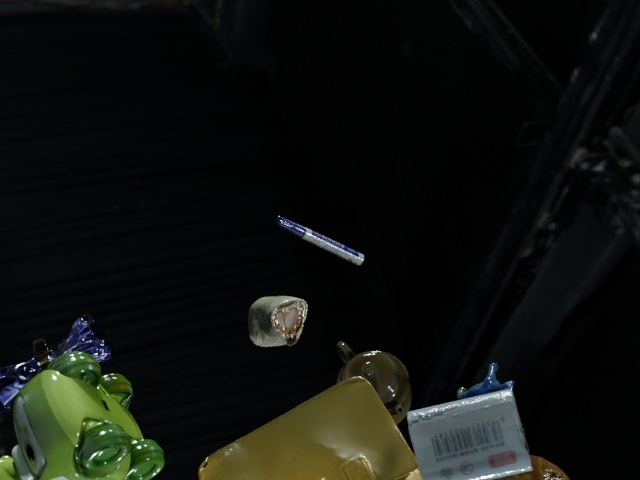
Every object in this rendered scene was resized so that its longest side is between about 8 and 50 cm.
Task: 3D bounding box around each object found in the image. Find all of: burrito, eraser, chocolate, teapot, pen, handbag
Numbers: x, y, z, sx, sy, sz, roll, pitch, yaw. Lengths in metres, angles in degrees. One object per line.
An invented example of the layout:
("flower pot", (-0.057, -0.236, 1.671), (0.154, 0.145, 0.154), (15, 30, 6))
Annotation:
("burrito", (-0.125, 0.223, 2.622), (0.299, 0.105, 0.143), (162, -69, -70))
("eraser", (0.306, 0.410, 1.946), (0.081, 0.227, 0.174), (55, 22, -63))
("chocolate", (-0.676, 0.305, 2.289), (0.148, 0.343, 0.126), (54, -16, 28))
("teapot", (0.123, 0.347, 2.345), (0.268, 0.185, 0.175), (45, -18, 34))
("pen", (0.000, 0.000, 1.831), (0.025, 0.204, 0.025), (-42, -146, 37))
("handbag", (-0.017, 0.469, 1.840), (0.133, 0.401, 0.283), (66, -5, -36))

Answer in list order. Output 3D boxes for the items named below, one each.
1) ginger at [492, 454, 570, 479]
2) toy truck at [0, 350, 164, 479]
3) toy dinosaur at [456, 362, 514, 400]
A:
("ginger", (0.371, 0.587, 2.208), (0.254, 0.418, 0.176), (-103, -178, -81))
("toy truck", (-0.298, 0.246, 1.121), (0.210, 0.187, 0.148), (-43, -122, 14))
("toy dinosaur", (0.364, 0.378, 2.232), (0.247, 0.188, 0.075), (-36, -93, 20))
